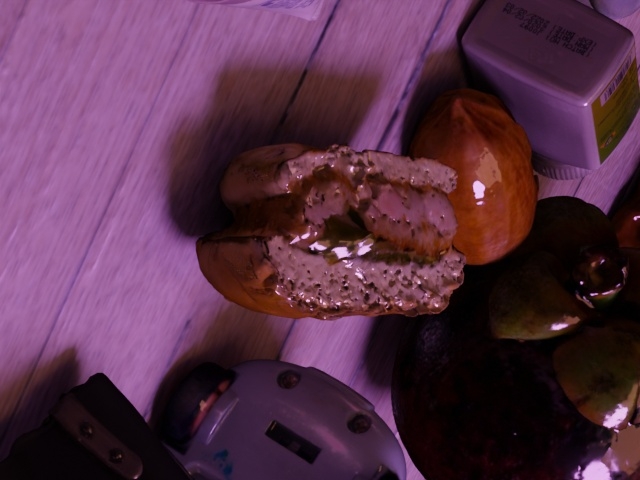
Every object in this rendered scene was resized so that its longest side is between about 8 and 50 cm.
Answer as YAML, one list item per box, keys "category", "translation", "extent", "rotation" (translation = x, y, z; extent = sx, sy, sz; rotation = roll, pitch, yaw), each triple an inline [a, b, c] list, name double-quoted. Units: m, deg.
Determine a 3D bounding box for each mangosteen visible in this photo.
- category: "mangosteen"
  translation: [0.207, 0.124, 1.614]
  extent: [0.300, 0.300, 0.300]
  rotation: [-44, 152, -31]

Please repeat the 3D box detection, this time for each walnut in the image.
- category: "walnut"
  translation: [0.129, -0.057, 1.488]
  extent: [0.116, 0.115, 0.207]
  rotation: [-51, 147, -19]

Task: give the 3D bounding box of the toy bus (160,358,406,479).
- category: "toy bus"
  translation: [-0.056, 0.237, 1.382]
  extent: [0.288, 0.194, 0.232]
  rotation: [-58, 168, -5]

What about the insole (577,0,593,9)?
- category: "insole"
  translation: [0.259, -0.229, 1.659]
  extent: [0.232, 0.003, 0.080]
  rotation: [-45, 152, -29]

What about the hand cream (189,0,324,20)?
- category: "hand cream"
  translation: [-0.021, -0.196, 1.085]
  extent: [0.133, 0.083, 0.248]
  rotation: [-66, 166, 16]

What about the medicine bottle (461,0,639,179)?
- category: "medicine bottle"
  translation: [0.203, -0.129, 1.506]
  extent: [0.088, 0.132, 0.188]
  rotation: [-55, 157, -12]

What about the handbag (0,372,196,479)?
- category: "handbag"
  translation: [-0.153, 0.249, 1.101]
  extent: [0.152, 0.288, 0.342]
  rotation: [-31, 180, 38]

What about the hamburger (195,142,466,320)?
- category: "hamburger"
  translation: [0.000, 0.000, 1.267]
  extent: [0.262, 0.131, 0.124]
  rotation: [5, 78, -58]

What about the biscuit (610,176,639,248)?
- category: "biscuit"
  translation: [0.456, 0.048, 2.156]
  extent: [0.342, 0.166, 0.395]
  rotation: [-29, 140, -47]

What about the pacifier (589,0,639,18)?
- category: "pacifier"
  translation: [0.337, -0.300, 1.480]
  extent: [0.279, 0.207, 0.227]
  rotation: [-45, 151, -29]
